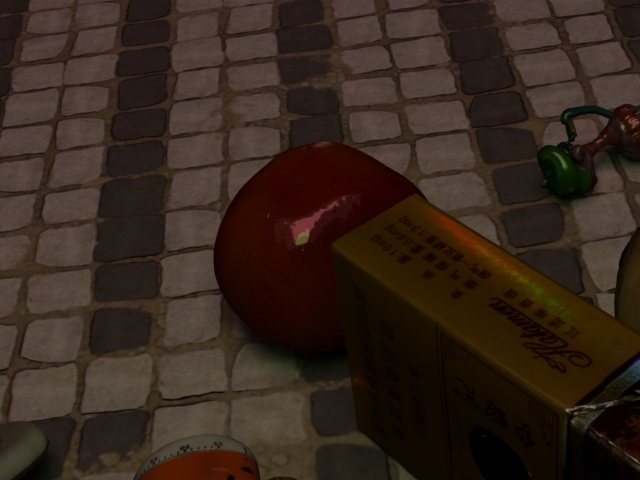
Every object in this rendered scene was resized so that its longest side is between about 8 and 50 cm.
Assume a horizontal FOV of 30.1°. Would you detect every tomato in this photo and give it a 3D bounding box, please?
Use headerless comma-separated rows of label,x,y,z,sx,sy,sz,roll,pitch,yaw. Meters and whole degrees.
tomato,-0.002,-0.002,1.331,0.260,0.180,0.260,-7,39,6

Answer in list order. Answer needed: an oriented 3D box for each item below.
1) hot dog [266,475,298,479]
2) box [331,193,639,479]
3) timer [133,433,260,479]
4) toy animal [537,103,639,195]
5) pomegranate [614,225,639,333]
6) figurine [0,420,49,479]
hot dog,0.027,0.275,1.107,0.215,0.047,0.066,25,49,33
box,0.189,0.164,1.039,0.116,0.264,0.415,-30,45,-25
timer,-0.117,0.252,1.116,0.136,0.099,0.136,-29,34,21
toy animal,0.359,-0.135,1.475,0.208,0.100,0.103,-30,82,-5
pomegranate,0.423,0.069,1.101,0.322,0.322,0.322,-5,41,5
figurine,-0.403,0.201,1.161,0.166,0.141,0.250,-3,23,46
